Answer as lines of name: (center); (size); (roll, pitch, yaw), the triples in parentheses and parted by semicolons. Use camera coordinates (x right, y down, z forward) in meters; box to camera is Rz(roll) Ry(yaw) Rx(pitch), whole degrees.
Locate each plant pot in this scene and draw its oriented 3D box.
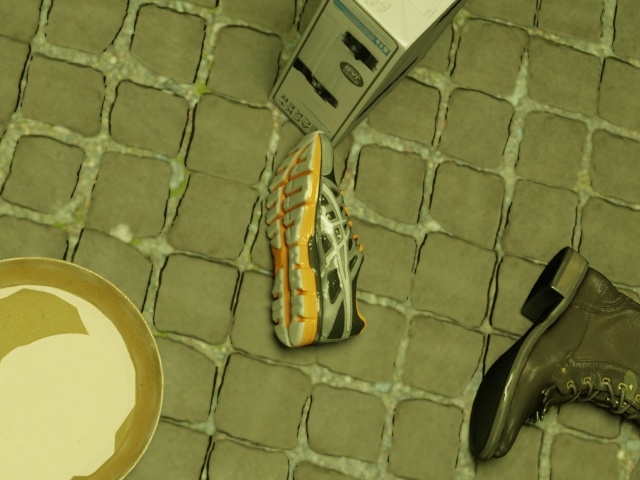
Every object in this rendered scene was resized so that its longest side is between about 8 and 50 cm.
plant pot: (-0.261, 0.132, 1.396); (0.236, 0.032, 0.236); (4, 75, -13)

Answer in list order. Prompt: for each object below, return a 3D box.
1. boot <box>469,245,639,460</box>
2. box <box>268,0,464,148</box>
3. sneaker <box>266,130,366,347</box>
boot: (0.289, 0.149, 1.507); (0.229, 0.091, 0.263); (33, 67, -4)
box: (0.060, -0.205, 1.438); (0.087, 0.290, 0.169); (43, 71, 1)
sneaker: (0.000, 0.000, 1.484); (0.083, 0.084, 0.215); (7, 76, -27)
